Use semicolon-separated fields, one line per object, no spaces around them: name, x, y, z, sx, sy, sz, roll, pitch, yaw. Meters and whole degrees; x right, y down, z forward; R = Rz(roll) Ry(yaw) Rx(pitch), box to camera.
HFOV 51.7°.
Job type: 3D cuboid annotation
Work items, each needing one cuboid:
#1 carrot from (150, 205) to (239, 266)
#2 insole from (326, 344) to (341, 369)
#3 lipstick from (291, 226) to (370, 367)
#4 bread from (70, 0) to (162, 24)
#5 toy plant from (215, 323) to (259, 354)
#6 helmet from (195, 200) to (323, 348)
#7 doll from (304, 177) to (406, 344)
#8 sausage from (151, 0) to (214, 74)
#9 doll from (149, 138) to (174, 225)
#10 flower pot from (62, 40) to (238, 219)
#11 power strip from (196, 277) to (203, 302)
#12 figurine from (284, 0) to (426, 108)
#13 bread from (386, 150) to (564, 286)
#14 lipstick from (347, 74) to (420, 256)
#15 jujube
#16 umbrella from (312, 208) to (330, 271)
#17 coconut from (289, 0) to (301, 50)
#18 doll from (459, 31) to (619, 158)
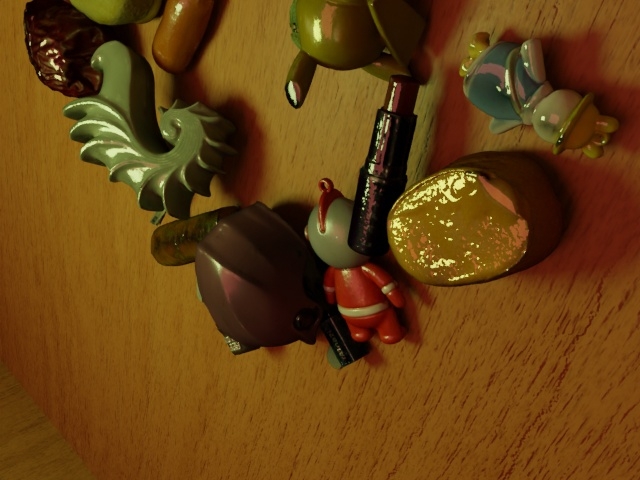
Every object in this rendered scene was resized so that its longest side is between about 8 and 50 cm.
carrot;-0.292;-0.007;1.555;0.302;0.114;0.114;-13;99;44
insole;0.045;0.201;1.395;0.064;0.004;0.188;37;130;29
lipstick;-0.003;0.108;1.359;0.312;0.051;0.051;61;143;8
bread;-0.450;-0.590;1.410;0.270;0.148;0.270;24;128;34
toy plant;-0.194;0.163;1.545;0.143;0.105;0.200;-24;80;42
helmet;-0.141;0.098;1.345;0.271;0.197;0.338;35;139;48
doll;0.060;0.039;1.242;0.200;0.105;0.336;-4;113;46
sausage;-0.284;-0.439;1.358;0.098;0.098;0.238;55;138;10
doll;-0.377;-0.143;1.576;0.115;0.105;0.221;25;129;22
flower pot;-0.368;-0.228;1.401;0.367;0.164;0.254;36;95;10
power strip;-0.276;0.101;1.605;0.030;0.047;0.191;53;154;23
figurine;0.059;-0.373;0.994;0.169;0.218;0.327;-119;33;-48
bread;0.229;-0.029;1.003;0.269;0.142;0.195;-18;92;46
lipstick;0.104;-0.117;1.065;0.081;0.081;0.300;27;118;34
jujube;-0.605;-0.472;1.579;0.342;0.216;0.216;40;133;39
umbrella;-0.001;0.000;1.326;0.036;0.031;0.133;14;117;40
coconut;-0.002;-0.380;1.132;0.133;0.055;0.158;32;130;32
doll;0.288;-0.194;0.904;0.241;0.099;0.135;40;109;23
